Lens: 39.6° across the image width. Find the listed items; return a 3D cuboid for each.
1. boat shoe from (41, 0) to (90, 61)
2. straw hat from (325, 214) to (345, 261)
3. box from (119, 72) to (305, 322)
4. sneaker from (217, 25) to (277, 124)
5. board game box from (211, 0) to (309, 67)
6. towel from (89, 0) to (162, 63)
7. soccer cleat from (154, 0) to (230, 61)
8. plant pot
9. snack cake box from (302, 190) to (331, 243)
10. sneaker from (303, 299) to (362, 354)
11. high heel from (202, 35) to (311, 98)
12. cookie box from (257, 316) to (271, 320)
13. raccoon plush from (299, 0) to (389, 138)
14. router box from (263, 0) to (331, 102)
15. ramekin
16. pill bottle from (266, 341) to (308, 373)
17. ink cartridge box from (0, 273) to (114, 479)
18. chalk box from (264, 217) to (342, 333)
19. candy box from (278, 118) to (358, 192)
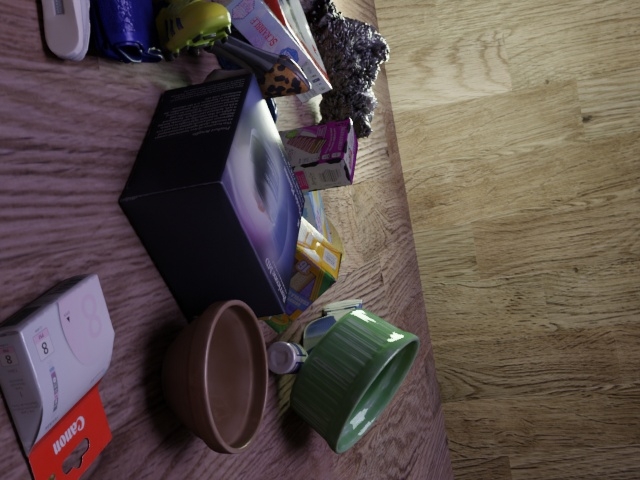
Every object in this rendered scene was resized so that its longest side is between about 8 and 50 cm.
[{"bbox_3d":[-0.343,-0.335,1.212,0.063,0.066,0.184,54,26,-87],"label":"boat shoe"},{"bbox_3d":[0.000,0.000,2.244,0.144,0.061,0.144,52,22,-31],"label":"straw hat"},{"bbox_3d":[-0.161,-0.065,1.490,0.294,0.182,0.296,-80,156,-45],"label":"box"},{"bbox_3d":[-0.144,-0.346,1.886,0.232,0.081,0.091,66,27,-42],"label":"sneaker"},{"bbox_3d":[-0.178,-0.470,1.589,0.319,0.066,0.318,54,8,19],"label":"board game box"},{"bbox_3d":[-0.315,-0.421,1.325,0.227,0.076,0.308,-93,172,-86],"label":"towel"},{"bbox_3d":[-0.219,-0.358,1.425,0.289,0.093,0.121,-164,-122,-68],"label":"soccer cleat"},{"bbox_3d":[-0.175,0.214,1.396,0.237,0.109,0.238,-5,90,-71],"label":"plant pot"},{"bbox_3d":[-0.039,-0.041,2.009,0.152,0.089,0.264,-92,171,-48],"label":"snack cake box"},{"bbox_3d":[0.060,0.264,2.191,0.315,0.127,0.182,-36,114,-74],"label":"sneaker"},{"bbox_3d":[-0.124,-0.250,1.592,0.261,0.186,0.093,117,-3,-61],"label":"high heel"},{"bbox_3d":[-0.142,0.095,1.632,0.040,0.091,0.107,-59,137,-63],"label":"cookie box"},{"bbox_3d":[-0.001,-0.460,2.424,0.446,0.216,0.299,25,67,-37],"label":"raccoon plush"},{"bbox_3d":[-0.102,-0.510,1.989,0.335,0.082,0.301,37,32,-69],"label":"router box"},{"bbox_3d":[0.069,0.294,1.926,0.303,0.148,0.303,-47,159,-24],"label":"ramekin"},{"bbox_3d":[-0.066,0.246,1.860,0.120,0.067,0.067,27,55,-71],"label":"pill bottle"},{"bbox_3d":[-0.303,0.180,1.084,0.189,0.066,0.232,-55,130,-68],"label":"ink cartridge box"},{"bbox_3d":[-0.080,0.076,1.717,0.132,0.213,0.132,43,21,-12],"label":"chalk box"},{"bbox_3d":[-0.046,-0.167,1.849,0.159,0.233,0.071,-80,156,-51],"label":"candy box"}]
